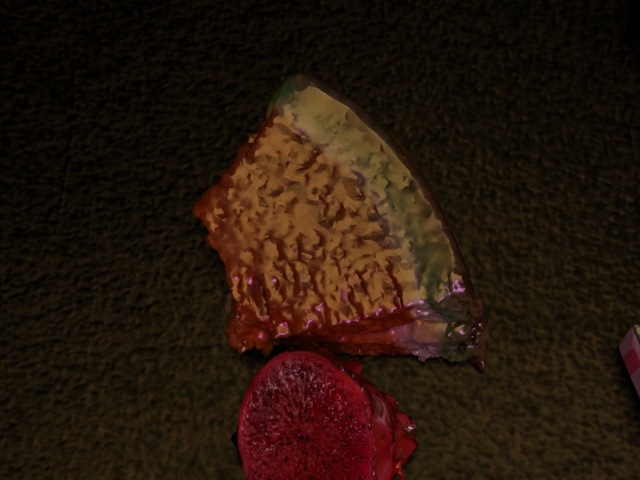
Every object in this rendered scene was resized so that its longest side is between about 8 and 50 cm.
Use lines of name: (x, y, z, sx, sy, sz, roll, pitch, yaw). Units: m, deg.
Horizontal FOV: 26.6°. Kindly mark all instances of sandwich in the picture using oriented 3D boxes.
sandwich: (0.006, -0.013, 1.128, 0.212, 0.109, 0.292, -16, 74, -3)

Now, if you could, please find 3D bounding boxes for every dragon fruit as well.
dragon fruit: (0.015, 0.159, 1.095, 0.153, 0.111, 0.153, -4, 84, 40)

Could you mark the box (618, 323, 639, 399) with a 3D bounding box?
box: (0.360, 0.108, 1.095, 0.199, 0.081, 0.135, -18, 74, -5)
